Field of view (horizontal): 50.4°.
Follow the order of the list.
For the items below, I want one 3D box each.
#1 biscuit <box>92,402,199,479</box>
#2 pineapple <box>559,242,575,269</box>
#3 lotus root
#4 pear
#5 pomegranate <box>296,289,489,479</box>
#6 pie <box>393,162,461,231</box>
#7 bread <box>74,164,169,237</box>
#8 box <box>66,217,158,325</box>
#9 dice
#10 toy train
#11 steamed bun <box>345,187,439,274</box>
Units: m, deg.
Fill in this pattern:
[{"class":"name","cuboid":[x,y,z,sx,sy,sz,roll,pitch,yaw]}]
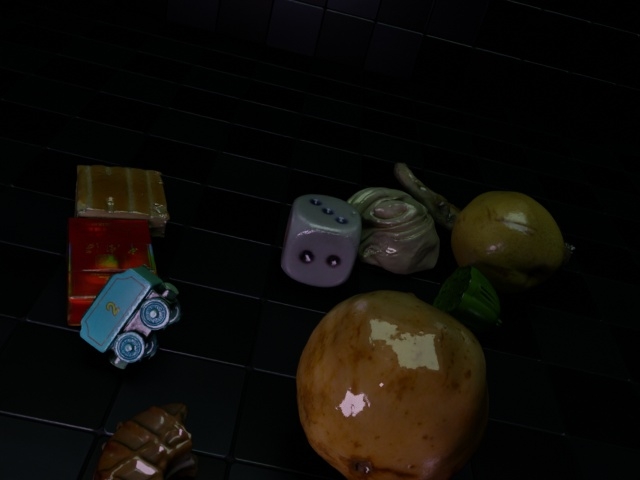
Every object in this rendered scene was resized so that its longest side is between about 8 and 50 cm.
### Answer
[{"class":"biscuit","cuboid":[-0.235,0.438,1.130,0.366,0.115,0.268,30,34,24]},{"class":"pineapple","cuboid":[0.770,0.039,2.200,0.108,0.108,0.197,36,29,28]},{"class":"lotus root","cuboid":[0.406,0.180,1.785,0.186,0.186,0.186,11,32,-7]},{"class":"pear","cuboid":[0.536,0.008,1.974,0.314,0.314,0.314,11,32,-7]},{"class":"pomegranate","cuboid":[0.143,0.263,1.310,0.410,0.410,0.410,11,32,-7]},{"class":"pie","cuboid":[0.355,-0.127,2.182,0.339,0.077,0.339,38,11,-9]},{"class":"bread","cuboid":[-0.537,-0.102,1.831,0.239,0.111,0.246,2,35,-19]},{"class":"box","cuboid":[-0.498,0.066,1.613,0.197,0.089,0.313,2,35,-22]},{"class":"dice","cuboid":[0.000,0.000,1.832,0.191,0.194,0.193,13,30,-6]},{"class":"toy train","cuboid":[-0.393,0.156,1.417,0.163,0.203,0.112,36,0,2]},{"class":"steamed bun","cuboid":[0.204,-0.053,1.991,0.276,0.203,0.289,-8,38,-36]}]
